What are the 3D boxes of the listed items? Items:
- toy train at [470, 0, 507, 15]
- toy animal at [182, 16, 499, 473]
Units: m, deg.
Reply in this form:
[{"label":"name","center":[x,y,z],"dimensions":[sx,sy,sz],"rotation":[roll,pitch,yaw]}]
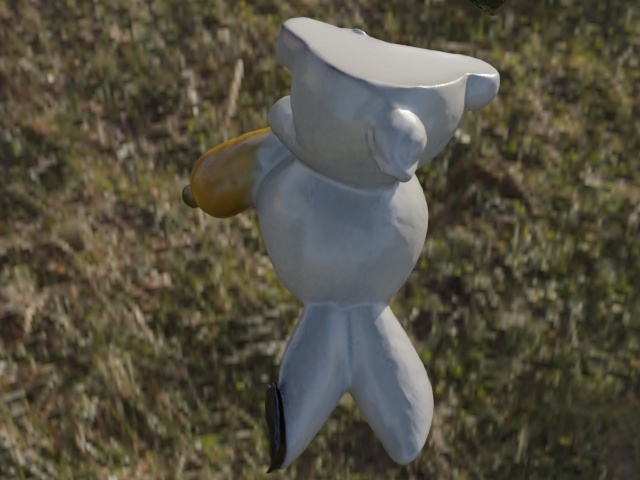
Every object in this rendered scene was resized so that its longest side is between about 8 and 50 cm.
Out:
[{"label":"toy train","center":[0.047,-0.164,0.410],"dimensions":[0.132,0.083,0.200],"rotation":[43,104,32]},{"label":"toy animal","center":[0.000,0.000,0.782],"dimensions":[0.131,0.182,0.127],"rotation":[9,28,-4]}]
